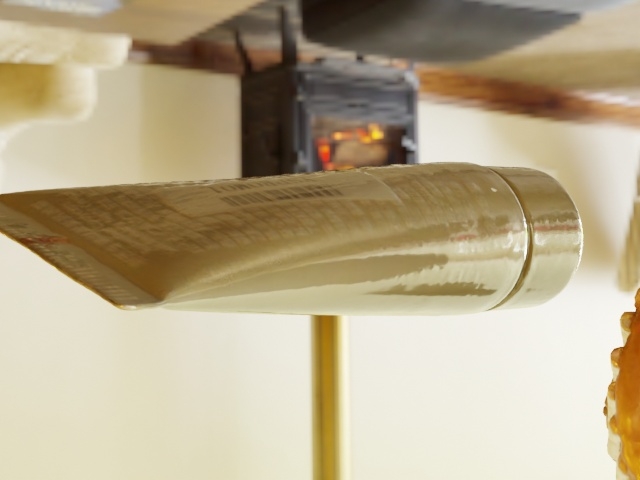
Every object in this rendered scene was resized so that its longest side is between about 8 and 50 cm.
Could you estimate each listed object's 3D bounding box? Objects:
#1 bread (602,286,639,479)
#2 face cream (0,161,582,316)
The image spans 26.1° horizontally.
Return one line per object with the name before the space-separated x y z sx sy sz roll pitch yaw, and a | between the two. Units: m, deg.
bread | 0.251 0.117 0.591 0.204 0.288 0.156 -29 160 1
face cream | 0.000 0.000 0.682 0.341 0.084 0.137 -1 -159 -45
